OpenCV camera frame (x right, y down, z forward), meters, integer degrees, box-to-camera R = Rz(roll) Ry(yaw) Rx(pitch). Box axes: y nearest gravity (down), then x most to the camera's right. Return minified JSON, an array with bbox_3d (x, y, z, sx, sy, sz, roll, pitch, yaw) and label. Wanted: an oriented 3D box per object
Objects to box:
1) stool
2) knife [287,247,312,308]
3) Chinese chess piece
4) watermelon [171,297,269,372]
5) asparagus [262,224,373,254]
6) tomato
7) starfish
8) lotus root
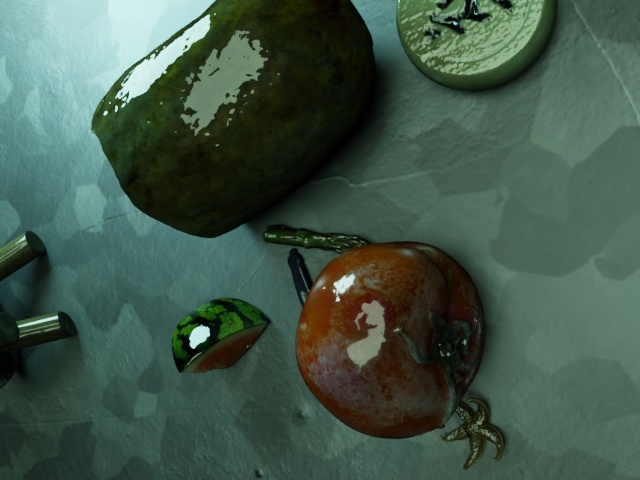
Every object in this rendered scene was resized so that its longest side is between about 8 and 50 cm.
[{"bbox_3d":[-0.527,0.100,1.033,0.179,0.272,0.272,-27,78,8],"label":"stool"},{"bbox_3d":[-0.019,0.065,0.927,0.031,0.018,0.121,-28,77,28],"label":"knife"},{"bbox_3d":[0.183,-0.274,0.811,0.189,0.083,0.188,0,89,21],"label":"Chinese chess piece"},{"bbox_3d":[-0.134,0.141,0.956,0.136,0.125,0.094,-14,114,5],"label":"watermelon"},{"bbox_3d":[0.000,0.001,0.910,0.165,0.036,0.030,9,77,25],"label":"asparagus"},{"bbox_3d":[0.072,0.111,0.783,0.189,0.232,0.231,-1,88,49],"label":"tomato"},{"bbox_3d":[0.186,0.235,0.828,0.078,0.028,0.091,8,95,30],"label":"starfish"},{"bbox_3d":[-0.090,-0.178,0.851,0.346,0.250,0.250,-39,74,15],"label":"lotus root"}]
